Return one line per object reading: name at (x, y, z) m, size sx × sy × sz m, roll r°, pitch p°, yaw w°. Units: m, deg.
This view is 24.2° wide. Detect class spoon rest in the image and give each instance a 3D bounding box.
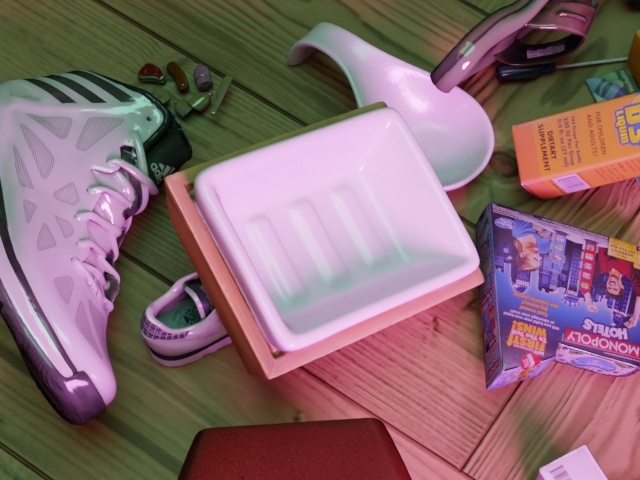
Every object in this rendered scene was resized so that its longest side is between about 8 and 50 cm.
spoon rest at (0.075, -0.160, 1.703) m, size 0.276 × 0.084 × 0.137 m, roll 39°, pitch 71°, yaw 19°

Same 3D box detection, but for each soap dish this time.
soap dish at (0.000, 0.000, 1.548) m, size 0.291 × 0.118 × 0.229 m, roll -22°, pitch 78°, yaw -33°

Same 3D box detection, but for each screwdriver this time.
screwdriver at (0.290, -0.207, 1.755) m, size 0.170 × 0.025 × 0.024 m, roll -9°, pitch 64°, yaw -3°

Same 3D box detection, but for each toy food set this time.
toy food set at (-0.166, -0.179, 1.755) m, size 0.122 × 0.019 × 0.078 m, roll 16°, pitch 65°, yaw 17°

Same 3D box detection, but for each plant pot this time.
plant pot at (-0.020, 0.315, 1.394) m, size 0.267 × 0.267 × 0.235 m, roll -4°, pitch 50°, yaw -1°

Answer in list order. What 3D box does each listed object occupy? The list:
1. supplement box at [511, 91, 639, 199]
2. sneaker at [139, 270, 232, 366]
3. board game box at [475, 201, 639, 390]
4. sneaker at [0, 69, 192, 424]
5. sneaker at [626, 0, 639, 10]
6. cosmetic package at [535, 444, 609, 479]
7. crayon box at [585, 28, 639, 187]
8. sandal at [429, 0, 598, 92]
supplement box at (0.332, -0.113, 1.626) m, size 0.233 × 0.080 × 0.078 m, roll -14°, pitch 71°, yaw 21°
sneaker at (-0.085, 0.052, 1.598) m, size 0.235 × 0.095 × 0.090 m, roll -32°, pitch 66°, yaw -15°
board game box at (0.247, 0.078, 1.587) m, size 0.194 × 0.060 × 0.194 m, roll 17°, pitch 62°, yaw -3°
sneaker at (-0.240, -0.031, 1.579) m, size 0.258 × 0.169 × 0.447 m, roll -22°, pitch 55°, yaw -9°
sneaker at (0.450, -0.356, 1.793) m, size 0.209 × 0.081 × 0.094 m, roll -18°, pitch 63°, yaw -7°
cosmetic package at (0.294, 0.325, 1.457) m, size 0.060 × 0.099 × 0.239 m, roll -26°, pitch 67°, yaw -14°
crayon box at (0.494, -0.172, 1.701) m, size 0.323 × 0.083 × 0.203 m, roll -19°, pitch 65°, yaw -7°
sandal at (0.251, -0.239, 1.712) m, size 0.303 × 0.120 × 0.086 m, roll -37°, pitch 79°, yaw -24°
